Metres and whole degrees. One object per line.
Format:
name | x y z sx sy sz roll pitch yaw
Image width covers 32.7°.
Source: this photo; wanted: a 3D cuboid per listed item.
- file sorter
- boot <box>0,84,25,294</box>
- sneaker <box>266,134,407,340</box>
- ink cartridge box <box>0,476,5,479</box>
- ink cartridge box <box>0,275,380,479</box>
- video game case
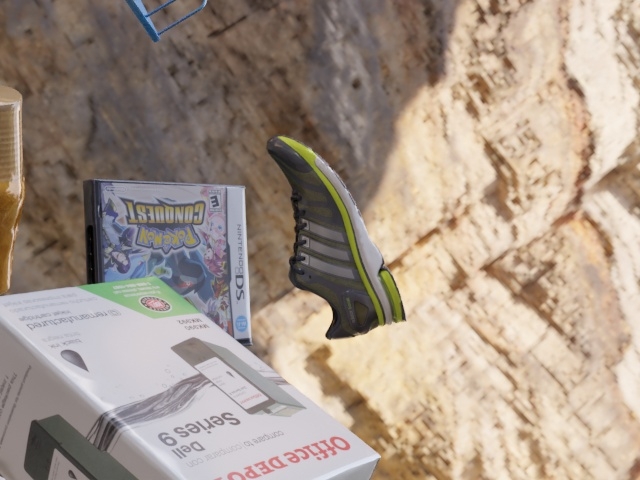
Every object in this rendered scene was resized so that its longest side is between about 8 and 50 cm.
file sorter | -0.257 -0.405 1.605 0.118 0.104 0.170 62 3 39
boot | -0.376 -0.018 0.869 0.104 0.295 0.211 40 -55 43
sneaker | 0.000 0.000 1.434 0.300 0.121 0.111 61 -4 -2
ink cartridge box | -0.508 0.424 1.562 0.207 0.119 0.353 25 8 -5
ink cartridge box | -0.127 0.160 0.889 0.289 0.211 0.122 34 -68 27
video game case | -0.215 0.039 1.582 0.035 0.274 0.248 -5 -93 45
